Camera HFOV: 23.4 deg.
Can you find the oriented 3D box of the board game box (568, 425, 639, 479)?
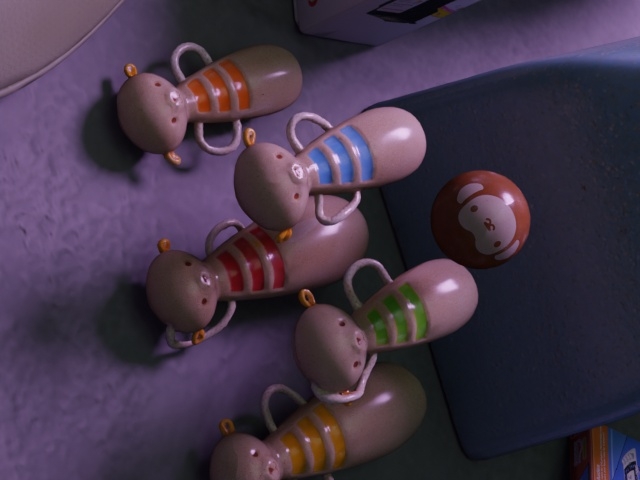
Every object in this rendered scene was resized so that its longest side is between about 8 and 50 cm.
[{"bbox_3d":[0.225,0.263,1.000,0.145,0.027,0.281,27,46,-22],"label":"board game box"}]

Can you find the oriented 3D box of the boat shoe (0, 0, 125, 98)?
[{"bbox_3d":[-0.139,-0.206,0.863,0.113,0.127,0.340,35,64,10],"label":"boat shoe"}]

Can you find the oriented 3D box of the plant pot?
[{"bbox_3d":[0.222,-0.022,0.990,0.247,0.252,0.248,-16,88,-37],"label":"plant pot"}]

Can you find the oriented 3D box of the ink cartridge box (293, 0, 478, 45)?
[{"bbox_3d":[0.060,-0.210,0.967,0.072,0.175,0.127,4,77,-38],"label":"ink cartridge box"}]

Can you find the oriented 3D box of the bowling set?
[{"bbox_3d":[0.000,0.000,0.862,0.154,0.200,0.287,-21,87,-37],"label":"bowling set"}]
